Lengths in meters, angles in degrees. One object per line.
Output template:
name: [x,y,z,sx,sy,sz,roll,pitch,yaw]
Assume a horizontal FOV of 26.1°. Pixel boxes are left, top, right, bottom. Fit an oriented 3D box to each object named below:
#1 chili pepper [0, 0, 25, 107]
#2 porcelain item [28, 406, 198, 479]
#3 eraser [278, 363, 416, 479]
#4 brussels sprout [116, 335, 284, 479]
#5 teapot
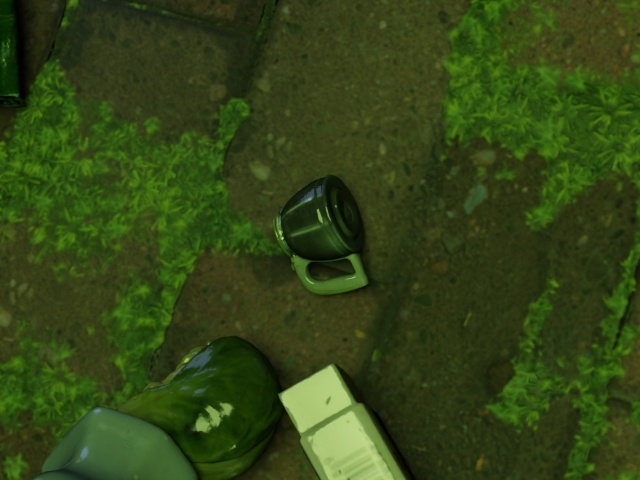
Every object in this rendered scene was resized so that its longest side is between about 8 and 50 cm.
chili pepper: [-0.437,-0.296,1.702,0.136,0.099,0.270,-5,81,20]
porcelain item: [-0.278,0.360,1.347,0.178,0.405,0.242,39,130,-8]
eraser: [0.062,0.269,1.463,0.081,0.124,0.279,-31,74,3]
brussels sprout: [-0.125,0.191,1.515,0.183,0.131,0.145,-40,71,-7]
teapot: [-0.005,-0.003,1.556,0.091,0.092,0.124,-20,68,24]
